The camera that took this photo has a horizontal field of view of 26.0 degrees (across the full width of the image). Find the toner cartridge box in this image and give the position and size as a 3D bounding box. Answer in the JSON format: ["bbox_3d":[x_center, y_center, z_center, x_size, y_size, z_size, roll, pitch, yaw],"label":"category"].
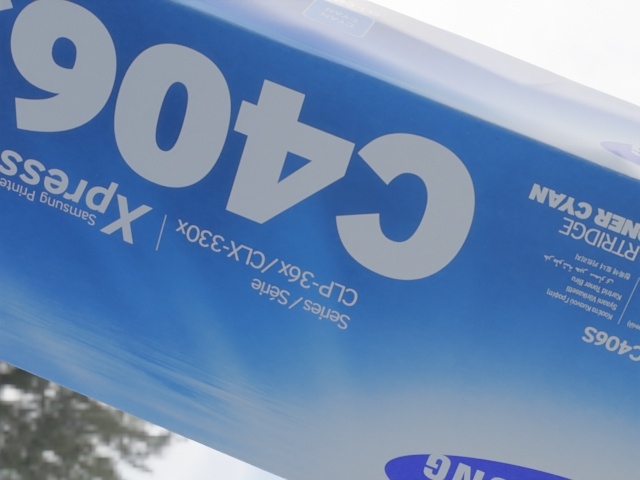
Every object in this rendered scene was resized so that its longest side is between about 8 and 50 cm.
[{"bbox_3d":[0.000,0.000,0.509,0.075,0.347,0.165,-58,168,-61],"label":"toner cartridge box"}]
